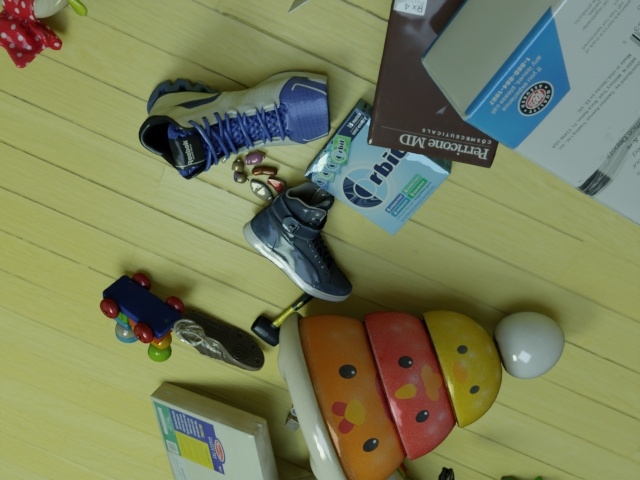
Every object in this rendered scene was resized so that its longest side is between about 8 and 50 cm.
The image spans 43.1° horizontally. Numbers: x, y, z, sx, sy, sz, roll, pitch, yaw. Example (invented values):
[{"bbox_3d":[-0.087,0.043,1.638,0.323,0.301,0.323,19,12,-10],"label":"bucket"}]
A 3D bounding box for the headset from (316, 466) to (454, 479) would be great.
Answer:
[{"bbox_3d":[0.084,0.547,1.624,0.394,0.185,0.243,-16,126,35],"label":"headset"}]

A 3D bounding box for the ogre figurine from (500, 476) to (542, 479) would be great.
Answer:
[{"bbox_3d":[0.434,0.555,1.654,0.197,0.118,0.097,6,129,10],"label":"ogre figurine"}]

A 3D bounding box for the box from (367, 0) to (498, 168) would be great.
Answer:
[{"bbox_3d":[0.188,-0.306,1.112,0.191,0.143,0.381,11,127,4],"label":"box"}]

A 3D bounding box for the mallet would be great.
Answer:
[{"bbox_3d":[-0.047,0.137,1.529,0.190,0.039,0.062,-34,111,25],"label":"mallet"}]

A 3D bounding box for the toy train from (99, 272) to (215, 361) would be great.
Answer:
[{"bbox_3d":[-0.301,0.182,1.538,0.248,0.105,0.143,32,141,19],"label":"toy train"}]

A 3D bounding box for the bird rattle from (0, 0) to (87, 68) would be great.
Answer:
[{"bbox_3d":[-0.428,-0.398,1.222,0.253,0.143,0.207,-20,106,38],"label":"bird rattle"}]

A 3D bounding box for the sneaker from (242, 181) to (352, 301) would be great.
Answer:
[{"bbox_3d":[-0.001,0.001,1.393,0.226,0.086,0.163,37,124,-15],"label":"sneaker"}]

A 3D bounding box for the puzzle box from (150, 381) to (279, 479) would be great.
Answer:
[{"bbox_3d":[-0.208,0.504,1.749,0.272,0.052,0.409,14,129,28],"label":"puzzle box"}]

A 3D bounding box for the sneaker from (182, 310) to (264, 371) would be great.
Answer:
[{"bbox_3d":[-0.199,0.204,1.599,0.188,0.066,0.071,33,141,-4],"label":"sneaker"}]

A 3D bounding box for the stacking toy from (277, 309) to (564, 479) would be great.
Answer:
[{"bbox_3d":[0.191,0.225,1.423,0.480,0.350,0.350,-20,119,3],"label":"stacking toy"}]

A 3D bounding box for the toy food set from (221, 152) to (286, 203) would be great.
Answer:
[{"bbox_3d":[-0.108,-0.112,1.379,0.122,0.019,0.078,37,123,-13],"label":"toy food set"}]

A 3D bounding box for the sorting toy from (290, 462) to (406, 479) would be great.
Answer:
[{"bbox_3d":[0.094,0.557,1.748,0.255,0.089,0.257,-23,116,25],"label":"sorting toy"}]

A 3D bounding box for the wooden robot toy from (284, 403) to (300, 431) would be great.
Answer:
[{"bbox_3d":[-0.015,0.346,1.635,0.173,0.079,0.076,-32,112,28],"label":"wooden robot toy"}]

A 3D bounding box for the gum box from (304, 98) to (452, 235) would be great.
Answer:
[{"bbox_3d":[0.093,-0.115,1.319,0.184,0.041,0.157,34,124,-10],"label":"gum box"}]

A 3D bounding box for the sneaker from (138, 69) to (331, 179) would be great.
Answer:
[{"bbox_3d":[-0.143,-0.166,1.251,0.315,0.182,0.127,0,125,13],"label":"sneaker"}]

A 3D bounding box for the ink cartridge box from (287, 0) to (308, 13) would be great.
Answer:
[{"bbox_3d":[0.019,-0.403,1.094,0.198,0.115,0.067,-32,113,28],"label":"ink cartridge box"}]

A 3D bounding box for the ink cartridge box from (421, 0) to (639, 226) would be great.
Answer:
[{"bbox_3d":[0.373,-0.214,1.009,0.395,0.166,0.285,24,117,-32],"label":"ink cartridge box"}]
